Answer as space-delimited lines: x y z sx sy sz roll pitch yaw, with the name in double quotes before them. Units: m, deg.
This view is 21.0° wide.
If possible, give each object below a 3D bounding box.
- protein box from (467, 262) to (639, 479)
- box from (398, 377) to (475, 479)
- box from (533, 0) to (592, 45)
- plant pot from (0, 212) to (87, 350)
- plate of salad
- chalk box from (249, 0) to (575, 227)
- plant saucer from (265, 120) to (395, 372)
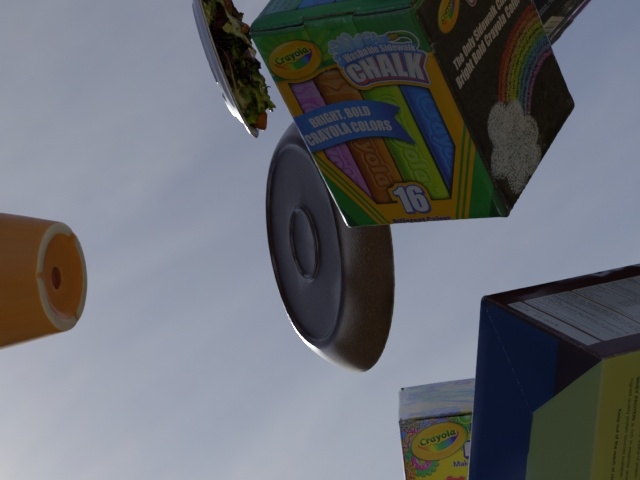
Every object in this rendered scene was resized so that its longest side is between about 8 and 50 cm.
"protein box" 0.230 0.136 1.273 0.201 0.136 0.200 -10 -67 -31
"box" 0.234 0.242 1.835 0.289 0.177 0.279 -6 1 3
"box" 0.251 -0.405 2.447 0.165 0.270 0.143 -49 -14 21
"plant pot" -0.383 0.047 2.014 0.205 0.187 0.205 -5 -90 -71
"plate of salad" -0.091 -0.206 1.829 0.048 0.200 0.200 -18 -20 7
"chalk box" 0.072 -0.179 1.511 0.180 0.179 0.289 -54 -52 -41
"plant saucer" 0.000 0.000 1.952 0.050 0.311 0.311 -9 -35 -20
